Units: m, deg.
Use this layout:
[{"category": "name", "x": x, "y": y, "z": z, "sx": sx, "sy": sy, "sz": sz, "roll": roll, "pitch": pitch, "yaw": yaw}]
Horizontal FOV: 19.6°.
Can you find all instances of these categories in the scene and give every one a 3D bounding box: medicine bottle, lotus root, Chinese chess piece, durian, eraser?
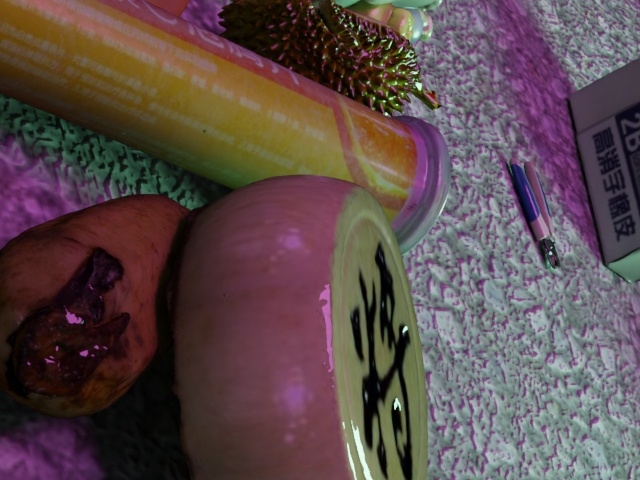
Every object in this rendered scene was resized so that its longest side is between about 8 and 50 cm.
[{"category": "medicine bottle", "x": -0.094, "y": -0.096, "z": 1.215, "sx": 0.426, "sy": 0.108, "sz": 0.108, "roll": 21, "pitch": 49, "yaw": -41}, {"category": "lotus root", "x": -0.133, "y": 0.037, "z": 1.101, "sx": 0.258, "sy": 0.097, "sz": 0.110, "roll": -37, "pitch": 113, "yaw": -69}, {"category": "Chinese chess piece", "x": -0.008, "y": 0.086, "z": 1.162, "sx": 0.257, "sy": 0.104, "sz": 0.257, "roll": -7, "pitch": 90, "yaw": -74}, {"category": "durian", "x": 0.007, "y": -0.126, "z": 1.412, "sx": 0.208, "sy": 0.146, "sz": 0.102, "roll": 17, "pitch": 86, "yaw": -37}, {"category": "eraser", "x": 0.332, "y": -0.078, "z": 1.874, "sx": 0.068, "sy": 0.124, "sz": 0.210, "roll": 26, "pitch": 45, "yaw": -45}]

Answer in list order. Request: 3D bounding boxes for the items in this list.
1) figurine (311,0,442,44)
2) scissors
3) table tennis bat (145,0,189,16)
[{"category": "figurine", "x": 0.013, "y": -0.222, "z": 1.501, "sx": 0.235, "sy": 0.127, "sz": 0.155, "roll": -20, "pitch": 119, "yaw": -56}, {"category": "scissors", "x": 0.205, "y": -0.025, "z": 1.748, "sx": 0.039, "sy": 0.012, "sz": 0.113, "roll": 8, "pitch": 60, "yaw": -54}, {"category": "table tennis bat", "x": -0.133, "y": -0.266, "z": 1.314, "sx": 0.198, "sy": 0.050, "sz": 0.321, "roll": 52, "pitch": 48, "yaw": -25}]
